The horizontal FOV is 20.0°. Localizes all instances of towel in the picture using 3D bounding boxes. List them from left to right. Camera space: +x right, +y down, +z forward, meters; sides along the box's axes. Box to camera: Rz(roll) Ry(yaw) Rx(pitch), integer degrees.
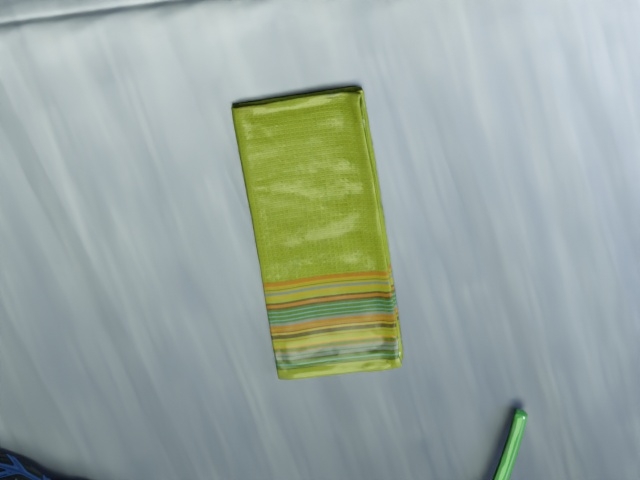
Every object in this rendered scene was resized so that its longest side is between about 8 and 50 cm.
[{"bbox_3d":[0.000,0.000,1.384,0.102,0.021,0.237,-9,116,0],"label":"towel"}]

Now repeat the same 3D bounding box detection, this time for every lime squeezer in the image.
[{"bbox_3d":[0.080,0.266,1.513,0.310,0.059,0.110,-38,82,16],"label":"lime squeezer"}]

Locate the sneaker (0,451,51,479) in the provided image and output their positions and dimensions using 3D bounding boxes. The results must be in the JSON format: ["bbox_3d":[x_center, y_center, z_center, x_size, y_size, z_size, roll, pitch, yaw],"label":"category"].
[{"bbox_3d":[-0.215,0.241,1.467,0.211,0.080,0.081,27,118,-5],"label":"sneaker"}]
